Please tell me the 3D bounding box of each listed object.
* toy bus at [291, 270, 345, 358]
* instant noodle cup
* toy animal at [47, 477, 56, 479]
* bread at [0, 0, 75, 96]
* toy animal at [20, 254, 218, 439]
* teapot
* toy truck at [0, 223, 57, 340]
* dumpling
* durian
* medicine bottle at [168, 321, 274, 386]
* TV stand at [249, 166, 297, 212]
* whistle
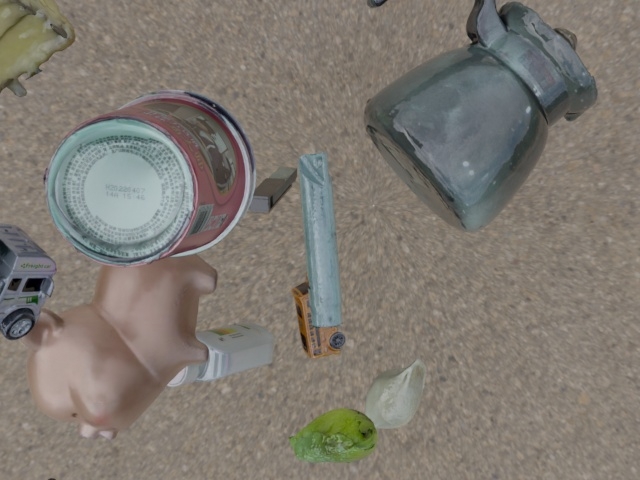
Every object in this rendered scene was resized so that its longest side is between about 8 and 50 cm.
[{"bbox_3d":[-0.009,0.150,1.543,0.088,0.083,0.194,-13,107,-16],"label":"toy bus"},{"bbox_3d":[-0.208,-0.072,0.877,0.244,0.255,0.243,0,99,1],"label":"instant noodle cup"},{"bbox_3d":[-0.246,0.318,0.762,0.233,0.084,0.148,19,139,-32],"label":"toy animal"},{"bbox_3d":[-0.280,-0.130,0.398,0.239,0.111,0.246,-36,68,9],"label":"bread"},{"bbox_3d":[-0.301,0.139,1.104,0.269,0.237,0.326,10,73,-6],"label":"toy animal"},{"bbox_3d":[0.199,-0.205,0.950,0.285,0.223,0.305,-41,83,0],"label":"teapot"},{"bbox_3d":[-0.366,0.032,0.711,0.110,0.216,0.116,39,106,25],"label":"toy truck"},{"bbox_3d":[0.186,0.363,1.690,0.126,0.166,0.215,16,99,38],"label":"dumpling"},{"bbox_3d":[0.038,0.411,1.486,0.250,0.139,0.101,-17,101,44],"label":"durian"},{"bbox_3d":[-0.251,0.266,1.715,0.161,0.296,0.111,11,100,34],"label":"medicine bottle"},{"bbox_3d":[-0.109,-0.126,1.720,0.049,0.256,0.040,5,112,11],"label":"TV stand"},{"bbox_3d":[0.000,0.000,1.287,0.062,0.062,0.312,-4,96,4],"label":"whistle"}]
